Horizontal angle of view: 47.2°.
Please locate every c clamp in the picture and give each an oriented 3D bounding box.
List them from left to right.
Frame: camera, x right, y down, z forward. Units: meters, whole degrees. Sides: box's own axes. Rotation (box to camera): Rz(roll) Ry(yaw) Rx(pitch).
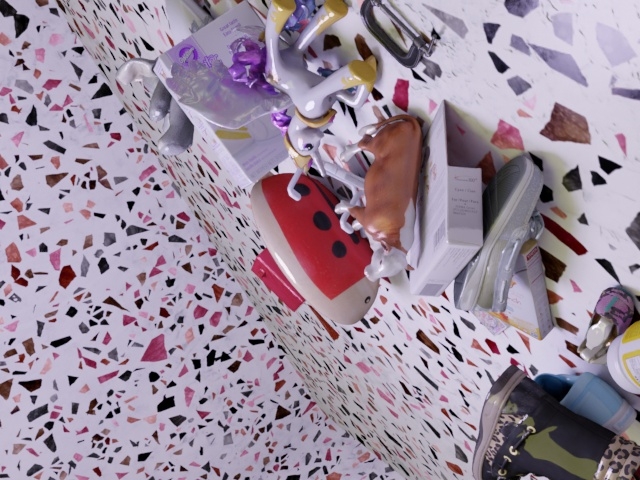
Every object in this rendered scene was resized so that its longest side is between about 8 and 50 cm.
[{"bbox_3d":[0.124,-0.346,1.194,0.161,0.022,0.137,45,167,13],"label":"c clamp"}]

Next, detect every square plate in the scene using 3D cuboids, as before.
[{"bbox_3d":[-0.266,-0.456,1.886,0.347,0.049,0.344,46,162,16],"label":"square plate"}]

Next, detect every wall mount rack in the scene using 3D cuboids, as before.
[{"bbox_3d":[0.099,-0.065,1.657,0.304,0.130,0.350,23,-172,-44],"label":"wall mount rack"}]

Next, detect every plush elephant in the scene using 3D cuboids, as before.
[{"bbox_3d":[-0.332,-0.353,1.760,0.255,0.271,0.330,6,105,47],"label":"plush elephant"}]

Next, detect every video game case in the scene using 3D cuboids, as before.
[{"bbox_3d":[0.358,0.155,1.620,0.122,0.011,0.087,48,162,12],"label":"video game case"}]

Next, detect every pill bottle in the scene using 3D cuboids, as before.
[{"bbox_3d":[0.515,0.163,1.070,0.119,0.119,0.208,48,163,9],"label":"pill bottle"}]

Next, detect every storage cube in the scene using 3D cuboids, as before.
[{"bbox_3d":[-0.072,0.076,2.205,0.193,0.215,0.184,44,162,3],"label":"storage cube"}]

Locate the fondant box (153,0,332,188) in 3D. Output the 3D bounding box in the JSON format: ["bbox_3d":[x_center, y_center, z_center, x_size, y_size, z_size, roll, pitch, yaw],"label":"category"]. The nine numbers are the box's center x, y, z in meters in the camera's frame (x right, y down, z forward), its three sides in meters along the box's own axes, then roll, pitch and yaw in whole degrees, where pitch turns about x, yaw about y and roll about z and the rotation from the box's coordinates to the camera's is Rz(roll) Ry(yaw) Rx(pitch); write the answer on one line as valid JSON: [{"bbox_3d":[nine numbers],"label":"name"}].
[{"bbox_3d":[-0.168,-0.316,1.606,0.330,0.238,0.096,53,163,-8],"label":"fondant box"}]

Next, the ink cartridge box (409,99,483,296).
[{"bbox_3d":[0.218,-0.064,1.320,0.296,0.066,0.261,105,168,-69],"label":"ink cartridge box"}]

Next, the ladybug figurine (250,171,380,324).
[{"bbox_3d":[0.000,0.000,1.838,0.449,0.162,0.305,52,-154,-6],"label":"ladybug figurine"}]

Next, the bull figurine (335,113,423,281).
[{"bbox_3d":[0.117,-0.081,1.377,0.101,0.311,0.188,8,-175,-41],"label":"bull figurine"}]

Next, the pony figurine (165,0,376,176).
[{"bbox_3d":[-0.069,-0.313,1.396,0.351,0.303,0.363,42,147,2],"label":"pony figurine"}]

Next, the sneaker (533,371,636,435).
[{"bbox_3d":[0.479,0.334,1.502,0.150,0.135,0.366,51,151,5],"label":"sneaker"}]

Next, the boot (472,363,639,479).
[{"bbox_3d":[0.445,0.427,1.390,0.284,0.138,0.377,27,140,33],"label":"boot"}]

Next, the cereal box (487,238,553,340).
[{"bbox_3d":[0.351,0.069,1.404,0.173,0.047,0.240,29,152,46],"label":"cereal box"}]

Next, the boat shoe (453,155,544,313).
[{"bbox_3d":[0.309,0.000,1.225,0.103,0.118,0.320,11,128,-2],"label":"boat shoe"}]

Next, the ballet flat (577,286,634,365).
[{"bbox_3d":[0.475,0.163,1.234,0.077,0.079,0.221,40,160,34],"label":"ballet flat"}]
